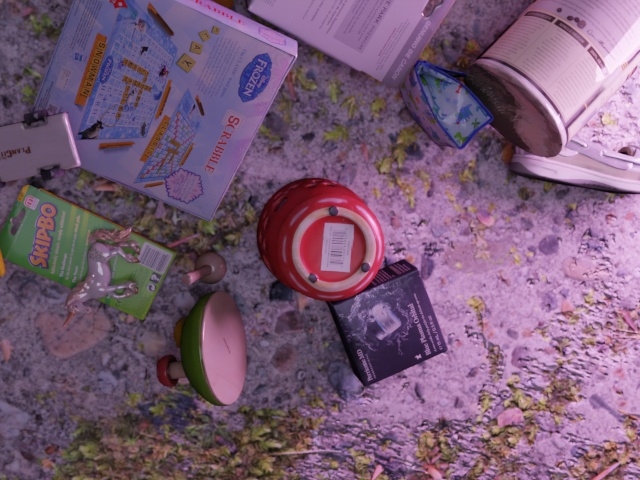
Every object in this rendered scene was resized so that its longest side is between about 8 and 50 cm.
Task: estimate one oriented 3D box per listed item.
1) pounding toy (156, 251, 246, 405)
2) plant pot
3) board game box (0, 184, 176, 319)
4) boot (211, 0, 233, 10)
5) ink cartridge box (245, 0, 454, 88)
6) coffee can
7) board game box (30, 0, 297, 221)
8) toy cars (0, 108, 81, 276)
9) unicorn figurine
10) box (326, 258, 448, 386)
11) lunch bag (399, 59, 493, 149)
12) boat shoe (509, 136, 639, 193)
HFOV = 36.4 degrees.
[{"bbox_3d":[-0.205,0.150,1.553,0.110,0.183,0.237,-7,101,16],"label":"pounding toy"},{"bbox_3d":[0.000,0.000,1.552,0.191,0.174,0.191,-1,98,-9],"label":"plant pot"},{"bbox_3d":[-0.373,0.018,1.548,0.259,0.039,0.124,26,92,-17],"label":"board game box"},{"bbox_3d":[-0.250,-0.460,1.463,0.295,0.104,0.211,16,95,-18],"label":"boot"},{"bbox_3d":[0.074,-0.430,1.476,0.272,0.130,0.309,27,109,-20],"label":"ink cartridge box"},{"bbox_3d":[0.393,-0.297,1.549,0.275,0.201,0.201,-45,104,-10],"label":"coffee can"},{"bbox_3d":[-0.244,-0.221,1.456,0.318,0.066,0.318,24,120,-14],"label":"board game box"},{"bbox_3d":[-0.502,-0.055,1.458,0.176,0.087,0.393,37,104,-4],"label":"toy cars"},{"bbox_3d":[-0.340,0.059,1.521,0.111,0.060,0.162,3,82,-12],"label":"unicorn figurine"},{"bbox_3d":[0.109,0.137,1.636,0.158,0.093,0.156,-23,103,-6],"label":"box"},{"bbox_3d":[0.190,-0.230,1.575,0.096,0.129,0.151,-45,102,-3],"label":"lunch bag"},{"bbox_3d":[0.484,-0.136,1.659,0.320,0.118,0.103,9,93,-3],"label":"boat shoe"}]
